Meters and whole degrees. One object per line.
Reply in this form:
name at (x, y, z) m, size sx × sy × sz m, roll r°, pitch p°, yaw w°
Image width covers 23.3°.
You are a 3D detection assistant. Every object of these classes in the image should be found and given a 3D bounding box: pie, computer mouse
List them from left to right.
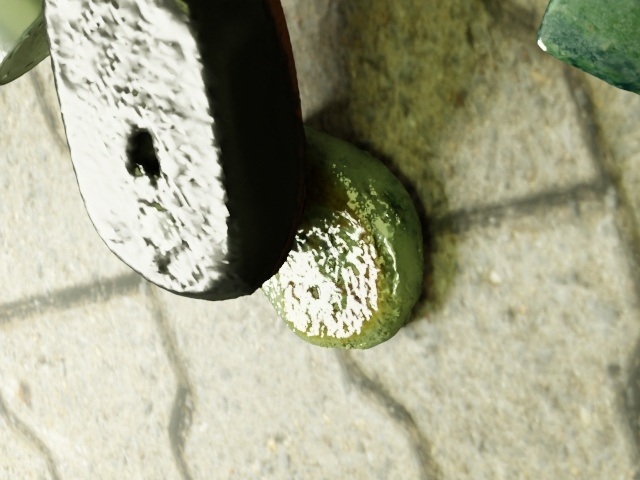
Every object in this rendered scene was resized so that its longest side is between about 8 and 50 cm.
computer mouse at (-0.099, -0.100, 1.106) m, size 0.183 × 0.116 × 0.323 m, roll 13°, pitch 130°, yaw 23°
pie at (0.000, 0.000, 1.186) m, size 0.187 × 0.041 × 0.187 m, roll 21°, pitch 123°, yaw 35°

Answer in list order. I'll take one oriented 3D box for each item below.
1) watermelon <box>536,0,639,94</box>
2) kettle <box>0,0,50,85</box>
watermelon at (0.252, -0.170, 0.755) m, size 0.148 × 0.318 × 0.226 m, roll 39°, pitch 172°, yaw 17°
kettle at (-0.256, -0.283, 1.185) m, size 0.240 × 0.165 × 0.255 m, roll -44°, pitch 90°, yaw 1°
